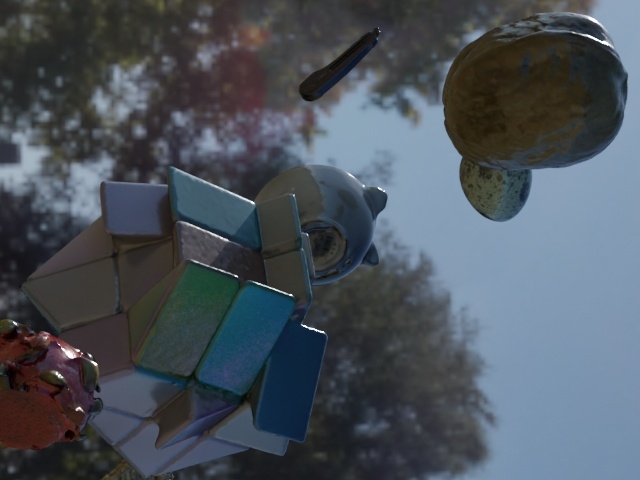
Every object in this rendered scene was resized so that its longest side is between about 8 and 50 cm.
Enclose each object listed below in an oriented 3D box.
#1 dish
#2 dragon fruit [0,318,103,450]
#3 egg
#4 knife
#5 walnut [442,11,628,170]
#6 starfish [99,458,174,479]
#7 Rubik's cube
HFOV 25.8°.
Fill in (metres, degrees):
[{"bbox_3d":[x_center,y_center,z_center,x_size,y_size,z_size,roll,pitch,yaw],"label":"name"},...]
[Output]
[{"bbox_3d":[0.000,0.000,2.168,0.236,0.228,0.086,-44,-158,14],"label":"dish"},{"bbox_3d":[-0.317,0.153,1.506,0.208,0.150,0.133,31,-30,54],"label":"dragon fruit"},{"bbox_3d":[0.322,-0.111,2.549,0.132,0.132,0.172,-125,-162,-59],"label":"egg"},{"bbox_3d":[0.025,-0.207,1.645,0.018,0.121,0.031,47,5,-39],"label":"knife"},{"bbox_3d":[0.314,-0.216,2.058,0.283,0.283,0.227,112,-18,-50],"label":"walnut"},{"bbox_3d":[-0.282,0.406,2.355,0.082,0.432,0.324,41,-15,24],"label":"starfish"},{"bbox_3d":[-0.181,0.108,1.856,0.387,0.368,0.358,62,13,-54],"label":"Rubik's cube"}]
